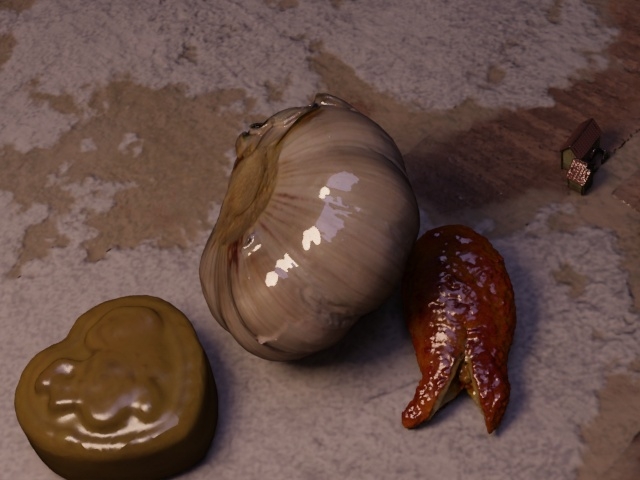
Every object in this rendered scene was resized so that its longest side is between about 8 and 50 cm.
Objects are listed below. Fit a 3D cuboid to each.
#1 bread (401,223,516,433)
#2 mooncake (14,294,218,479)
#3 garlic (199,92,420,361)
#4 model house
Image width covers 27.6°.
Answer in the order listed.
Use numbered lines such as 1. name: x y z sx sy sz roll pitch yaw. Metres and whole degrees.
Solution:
1. bread: 0.163 0.098 1.560 0.139 0.095 0.269 -5 56 13
2. mooncake: -0.230 0.181 1.540 0.235 0.117 0.234 -4 49 5
3. garlic: -0.013 -0.005 1.551 0.241 0.322 0.322 10 53 -8
4. model house: 0.344 -0.111 1.714 0.057 0.058 0.083 30 62 26
